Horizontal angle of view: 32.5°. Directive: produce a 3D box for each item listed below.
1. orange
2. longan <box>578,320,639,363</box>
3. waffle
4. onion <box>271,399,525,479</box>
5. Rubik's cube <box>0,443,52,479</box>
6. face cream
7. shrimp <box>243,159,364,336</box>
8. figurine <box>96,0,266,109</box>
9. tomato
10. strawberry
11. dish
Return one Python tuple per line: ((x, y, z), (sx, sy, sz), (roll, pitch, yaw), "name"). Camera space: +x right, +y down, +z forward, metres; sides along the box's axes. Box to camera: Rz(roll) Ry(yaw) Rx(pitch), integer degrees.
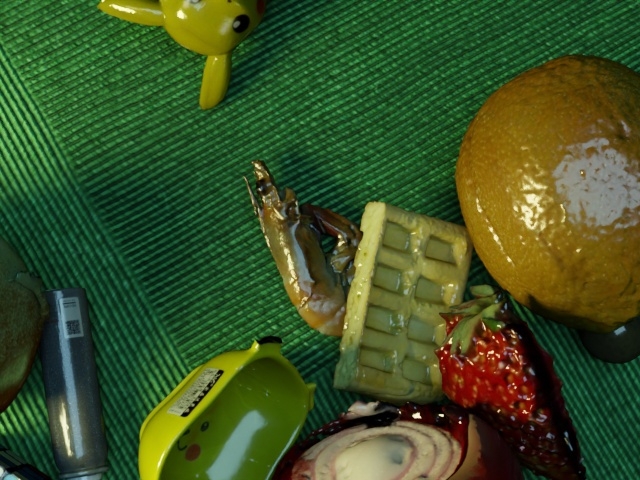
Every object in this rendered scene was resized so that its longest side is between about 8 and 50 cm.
((0.349, -0.057, 1.461), (0.322, 0.322, 0.357), (-18, 71, -8), "orange")
((0.418, 0.118, 1.560), (0.113, 0.092, 0.113), (1, 84, -5), "longan")
((0.120, 0.090, 1.527), (0.168, 0.057, 0.274), (17, 79, -27), "waffle")
((0.105, 0.364, 1.389), (0.341, 0.341, 0.341), (1, 82, -6), "onion")
((-0.432, 0.356, 1.414), (0.154, 0.151, 0.155), (34, 81, 1), "Rubik's cube")
((-0.335, 0.205, 1.484), (0.073, 0.073, 0.284), (-9, 82, -7), "face cream")
((0.000, 0.000, 1.553), (0.152, 0.063, 0.287), (-26, 88, -11), "shrimp")
((-0.148, -0.380, 1.540), (0.218, 0.169, 0.327), (32, 73, -24), "figurine")
((-0.488, 0.090, 1.381), (0.303, 0.303, 0.239), (39, 64, 1), "tomato")
((0.248, 0.224, 1.450), (0.137, 0.233, 0.306), (-24, 101, -4), "strawberry")
((-0.137, 0.236, 1.384), (0.108, 0.221, 0.262), (26, 70, 36), "dish")
